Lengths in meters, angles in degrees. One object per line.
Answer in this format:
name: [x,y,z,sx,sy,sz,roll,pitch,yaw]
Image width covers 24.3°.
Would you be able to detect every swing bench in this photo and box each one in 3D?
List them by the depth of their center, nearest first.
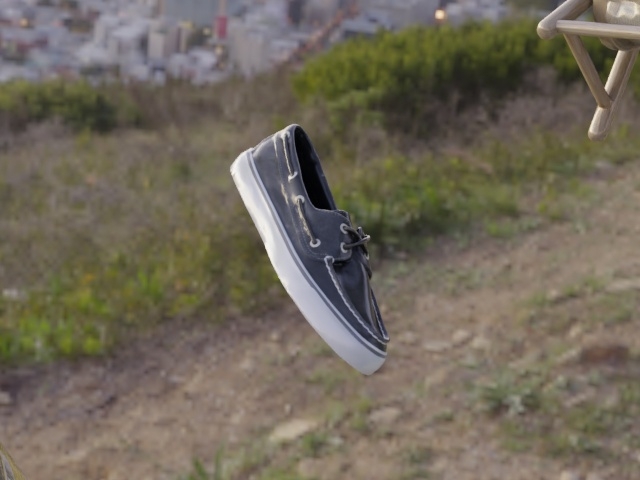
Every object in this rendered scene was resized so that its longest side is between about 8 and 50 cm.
swing bench: [0.381,-0.213,1.341,0.253,0.165,0.254,13,59,42]

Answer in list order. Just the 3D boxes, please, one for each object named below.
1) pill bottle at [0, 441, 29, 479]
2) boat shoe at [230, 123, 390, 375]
pill bottle: [-0.250,0.185,0.846,0.188,0.187,0.334,7,-23,2]
boat shoe: [0.000,0.000,0.710,0.049,0.040,0.142,30,24,-52]
